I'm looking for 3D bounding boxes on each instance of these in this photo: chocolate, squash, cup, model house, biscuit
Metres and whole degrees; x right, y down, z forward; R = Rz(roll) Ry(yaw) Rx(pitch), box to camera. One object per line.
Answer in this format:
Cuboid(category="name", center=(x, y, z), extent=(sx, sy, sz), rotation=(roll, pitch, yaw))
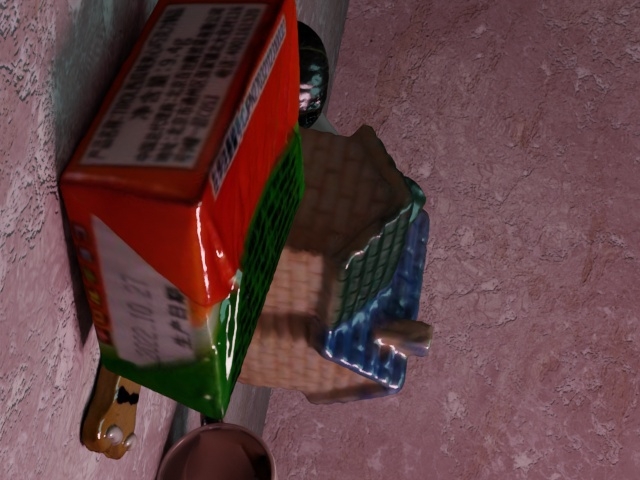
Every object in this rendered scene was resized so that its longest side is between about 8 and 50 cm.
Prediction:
Cuboid(category="chocolate", center=(-0.131, -0.053, 1.325), extent=(0.341, 0.161, 0.360), rotation=(89, 14, -47))
Cuboid(category="squash", center=(-0.061, -0.272, 2.059), extent=(0.193, 0.156, 0.193), rotation=(-11, 90, -88))
Cuboid(category="cup", center=(-0.159, 0.406, 2.034), extent=(0.200, 0.191, 0.253), rotation=(78, -2, -54))
Cuboid(category="model house", center=(0.000, 0.000, 1.895), extent=(0.445, 0.400, 0.395), rotation=(92, 12, -59))
Cuboid(category="biscuit", center=(-0.226, 0.115, 1.490), extent=(0.197, 0.049, 0.302), rotation=(90, 10, -79))

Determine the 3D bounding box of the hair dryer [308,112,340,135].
Cuboid(category="hair dryer", center=(-0.092, -0.137, 2.289), extent=(0.107, 0.173, 0.357), rotation=(-24, 160, -37))
